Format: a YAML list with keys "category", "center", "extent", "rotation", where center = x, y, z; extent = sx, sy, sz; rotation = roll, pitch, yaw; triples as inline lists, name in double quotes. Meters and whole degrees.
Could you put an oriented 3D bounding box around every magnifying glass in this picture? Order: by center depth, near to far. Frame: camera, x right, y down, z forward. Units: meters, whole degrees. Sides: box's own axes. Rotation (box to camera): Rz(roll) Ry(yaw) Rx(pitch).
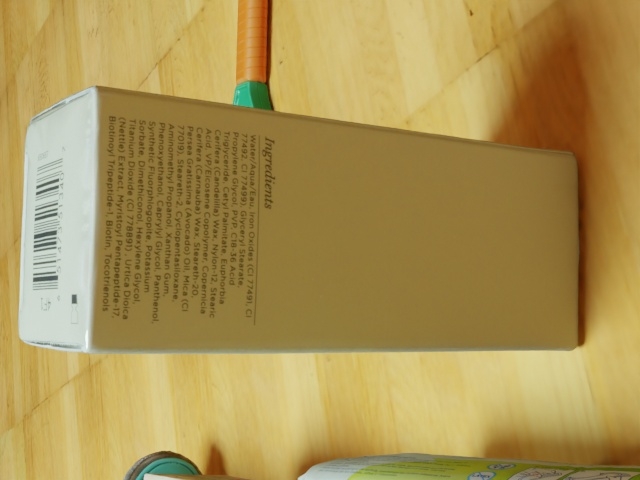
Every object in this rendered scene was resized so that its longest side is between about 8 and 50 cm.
- category: "magnifying glass"
  center: [-0.057, -0.105, 0.830]
  extent: [0.092, 0.026, 0.231]
  rotation: [-7, 82, 57]

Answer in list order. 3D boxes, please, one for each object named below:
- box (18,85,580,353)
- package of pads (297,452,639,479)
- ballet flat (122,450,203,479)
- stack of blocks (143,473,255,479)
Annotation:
- category: "box"
  center: [0.000, 0.000, 0.496]
  extent: [0.094, 0.275, 0.113]
  rotation: [-6, 81, 57]
- category: "package of pads"
  center: [0.090, 0.250, 0.455]
  extent: [0.229, 0.101, 0.297]
  rotation: [-8, 79, 43]
- category: "ballet flat"
  center: [-0.129, 0.336, 0.818]
  extent: [0.106, 0.107, 0.316]
  rotation: [137, 130, -60]
- category: "stack of blocks"
  center: [-0.083, 0.244, 0.667]
  extent: [0.297, 0.087, 0.171]
  rotation: [-2, 77, 38]
